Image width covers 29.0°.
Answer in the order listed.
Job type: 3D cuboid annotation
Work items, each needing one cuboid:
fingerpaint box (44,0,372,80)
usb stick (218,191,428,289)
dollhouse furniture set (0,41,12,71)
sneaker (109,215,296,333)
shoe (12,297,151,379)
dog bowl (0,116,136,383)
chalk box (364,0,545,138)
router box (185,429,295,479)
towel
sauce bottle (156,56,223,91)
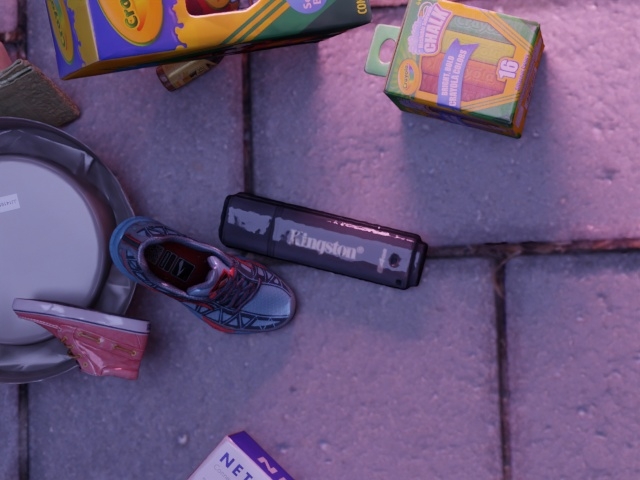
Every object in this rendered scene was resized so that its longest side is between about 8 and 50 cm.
[{"bbox_3d":[-0.165,-0.445,1.487,0.371,0.163,0.445,-13,95,-28],"label":"fingerpaint box"},{"bbox_3d":[0.000,0.000,1.618,0.278,0.045,0.077,14,89,13],"label":"usb stick"},{"bbox_3d":[-0.623,-0.224,1.612,0.286,0.303,0.198,-40,70,17],"label":"dollhouse furniture set"},{"bbox_3d":[-0.141,0.058,1.566,0.262,0.125,0.104,23,88,-21],"label":"sneaker"},{"bbox_3d":[-0.309,0.125,1.571,0.178,0.063,0.081,11,89,-2],"label":"shoe"},{"bbox_3d":[-0.403,0.011,1.652,0.348,0.102,0.349,0,93,2],"label":"dog bowl"},{"bbox_3d":[0.160,-0.222,1.550,0.213,0.132,0.132,15,90,13],"label":"chalk box"},{"bbox_3d":[-0.091,0.468,1.592,0.335,0.082,0.301,42,96,12],"label":"router box"},{"bbox_3d":[-0.402,-0.186,1.672,0.110,0.148,0.027,-25,61,10],"label":"towel"},{"bbox_3d":[-0.160,-0.248,1.671,0.128,0.042,0.042,-30,81,12],"label":"sauce bottle"}]
